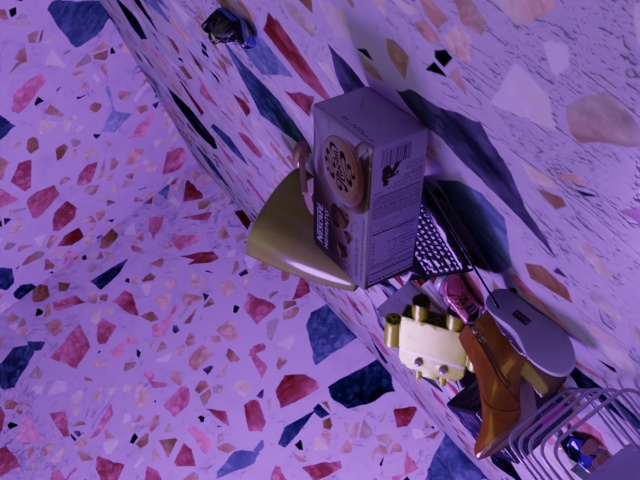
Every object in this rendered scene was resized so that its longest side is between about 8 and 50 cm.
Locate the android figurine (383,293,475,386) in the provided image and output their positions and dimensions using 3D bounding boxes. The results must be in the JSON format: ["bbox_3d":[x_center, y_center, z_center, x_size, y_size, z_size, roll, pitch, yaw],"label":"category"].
[{"bbox_3d":[0.270,0.246,2.018,0.248,0.056,0.272,16,135,16],"label":"android figurine"}]

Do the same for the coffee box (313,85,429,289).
[{"bbox_3d":[0.079,-0.087,1.455,0.168,0.119,0.297,44,145,39],"label":"coffee box"}]

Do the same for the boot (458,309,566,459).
[{"bbox_3d":[0.340,0.275,1.682,0.211,0.104,0.295,51,130,30],"label":"boot"}]

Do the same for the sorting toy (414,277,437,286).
[{"bbox_3d":[0.195,0.040,1.974,0.132,0.046,0.274,55,171,-24],"label":"sorting toy"}]

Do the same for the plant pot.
[{"bbox_3d":[0.000,0.000,2.218,0.294,0.274,0.275,33,168,10],"label":"plant pot"}]

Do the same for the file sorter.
[{"bbox_3d":[0.468,0.363,1.462,0.173,0.193,0.277,53,172,6],"label":"file sorter"}]

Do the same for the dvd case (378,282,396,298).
[{"bbox_3d":[0.211,0.161,2.518,0.087,0.013,0.119,53,170,-15],"label":"dvd case"}]

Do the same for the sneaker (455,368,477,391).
[{"bbox_3d":[0.449,0.403,2.184,0.234,0.084,0.097,46,146,22],"label":"sneaker"}]

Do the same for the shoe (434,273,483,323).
[{"bbox_3d":[0.291,0.115,1.759,0.081,0.063,0.178,45,175,28],"label":"shoe"}]

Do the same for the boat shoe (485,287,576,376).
[{"bbox_3d":[0.378,0.170,1.508,0.219,0.078,0.070,53,175,47],"label":"boat shoe"}]

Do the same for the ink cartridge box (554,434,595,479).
[{"bbox_3d":[0.618,0.555,1.957,0.235,0.056,0.171,36,163,53],"label":"ink cartridge box"}]

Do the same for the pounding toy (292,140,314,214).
[{"bbox_3d":[0.017,-0.083,1.884,0.269,0.155,0.154,47,148,21],"label":"pounding toy"}]

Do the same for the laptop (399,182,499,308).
[{"bbox_3d":[0.187,0.017,1.576,0.264,0.136,0.234,-11,124,39],"label":"laptop"}]

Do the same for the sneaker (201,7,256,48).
[{"bbox_3d":[-0.199,-0.447,1.838,0.188,0.078,0.067,40,167,47],"label":"sneaker"}]

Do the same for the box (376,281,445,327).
[{"bbox_3d":[0.259,0.237,2.231,0.182,0.119,0.181,45,170,34],"label":"box"}]

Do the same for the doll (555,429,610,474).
[{"bbox_3d":[0.563,0.460,1.854,0.129,0.046,0.189,51,171,1],"label":"doll"}]

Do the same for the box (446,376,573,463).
[{"bbox_3d":[0.410,0.373,1.873,0.143,0.165,0.270,51,172,3],"label":"box"}]

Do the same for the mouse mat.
[{"bbox_3d":[0.241,0.313,2.231,0.189,0.007,0.153,53,171,-17],"label":"mouse mat"}]
